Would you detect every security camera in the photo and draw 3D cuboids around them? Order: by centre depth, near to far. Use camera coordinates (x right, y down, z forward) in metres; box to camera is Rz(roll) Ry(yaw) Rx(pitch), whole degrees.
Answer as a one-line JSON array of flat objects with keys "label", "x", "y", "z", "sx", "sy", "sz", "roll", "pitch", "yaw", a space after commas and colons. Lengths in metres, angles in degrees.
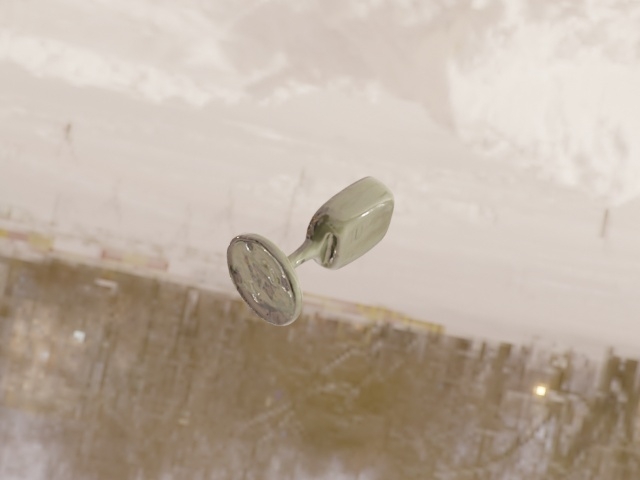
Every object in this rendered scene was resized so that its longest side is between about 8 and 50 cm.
[{"label": "security camera", "x": 0.000, "y": 0.000, "z": 0.745, "sx": 0.092, "sy": 0.058, "sz": 0.058, "roll": -33, "pitch": -155, "yaw": -33}]
